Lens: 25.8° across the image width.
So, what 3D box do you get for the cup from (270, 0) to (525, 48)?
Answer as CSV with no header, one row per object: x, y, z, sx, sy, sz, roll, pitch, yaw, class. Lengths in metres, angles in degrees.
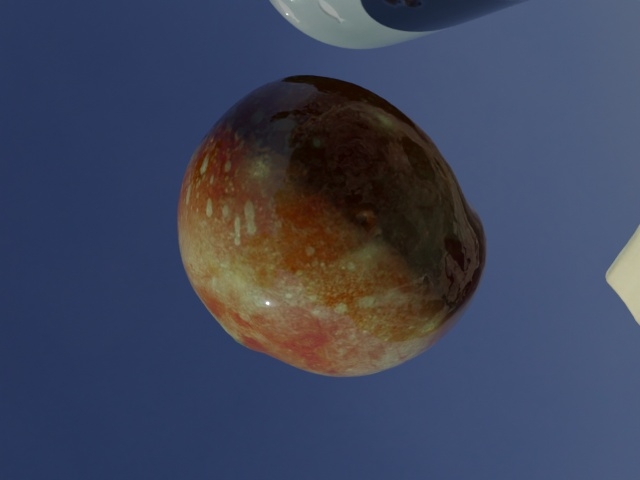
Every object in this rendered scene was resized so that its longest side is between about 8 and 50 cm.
0.061,-0.367,1.337,0.259,0.274,0.356,-30,-79,-37,cup

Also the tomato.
0.000,0.000,1.189,0.270,0.222,0.270,41,169,10,tomato

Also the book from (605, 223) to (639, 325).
0.191,-0.087,0.327,0.027,0.202,0.264,57,155,23,book
